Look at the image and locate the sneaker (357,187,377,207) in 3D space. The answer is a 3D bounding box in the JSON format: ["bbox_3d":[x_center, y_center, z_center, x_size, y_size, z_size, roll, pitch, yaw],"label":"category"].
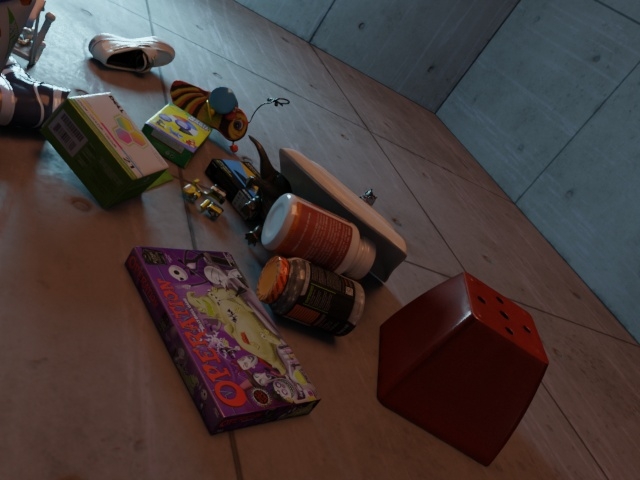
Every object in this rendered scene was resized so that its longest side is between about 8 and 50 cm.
[{"bbox_3d":[0.133,-0.133,1.845,0.098,0.069,0.038,8,36,-46],"label":"sneaker"}]

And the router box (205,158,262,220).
[{"bbox_3d":[-0.174,-0.121,1.456,0.179,0.046,0.133,48,27,23],"label":"router box"}]

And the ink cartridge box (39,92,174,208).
[{"bbox_3d":[-0.383,-0.191,1.200,0.189,0.097,0.255,52,25,-4],"label":"ink cartridge box"}]

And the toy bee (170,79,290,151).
[{"bbox_3d":[-0.254,-0.320,1.602,0.298,0.162,0.195,10,1,17],"label":"toy bee"}]

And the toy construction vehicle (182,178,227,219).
[{"bbox_3d":[-0.250,-0.090,1.327,0.098,0.035,0.086,33,36,-2],"label":"toy construction vehicle"}]

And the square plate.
[{"bbox_3d":[0.049,-0.053,1.397,0.344,0.049,0.347,40,-11,7],"label":"square plate"}]

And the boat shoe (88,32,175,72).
[{"bbox_3d":[-0.494,-0.501,1.659,0.088,0.096,0.267,49,29,18],"label":"boat shoe"}]

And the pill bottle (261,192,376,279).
[{"bbox_3d":[0.000,0.000,1.227,0.216,0.121,0.121,25,27,-23],"label":"pill bottle"}]

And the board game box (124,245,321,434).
[{"bbox_3d":[-0.163,0.146,1.002,0.208,0.056,0.347,0,43,-46],"label":"board game box"}]

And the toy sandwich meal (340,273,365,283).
[{"bbox_3d":[0.070,0.075,1.445,0.085,0.029,0.085,29,25,-15],"label":"toy sandwich meal"}]

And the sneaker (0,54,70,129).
[{"bbox_3d":[-0.592,-0.311,1.188,0.153,0.099,0.282,4,43,-48],"label":"sneaker"}]

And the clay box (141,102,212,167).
[{"bbox_3d":[-0.344,-0.264,1.479,0.127,0.053,0.222,31,26,-12],"label":"clay box"}]

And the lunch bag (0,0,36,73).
[{"bbox_3d":[-0.569,-0.249,0.841,0.239,0.328,0.385,32,27,-6],"label":"lunch bag"}]

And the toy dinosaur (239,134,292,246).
[{"bbox_3d":[-0.101,-0.077,1.346,0.314,0.121,0.160,61,27,1],"label":"toy dinosaur"}]

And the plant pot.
[{"bbox_3d":[0.292,0.226,1.221,0.267,0.236,0.267,32,24,-8],"label":"plant pot"}]

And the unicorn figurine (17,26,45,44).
[{"bbox_3d":[-0.726,-0.518,1.442,0.162,0.060,0.111,47,21,-16],"label":"unicorn figurine"}]

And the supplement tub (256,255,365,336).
[{"bbox_3d":[-0.019,0.104,1.174,0.190,0.117,0.117,25,27,-25],"label":"supplement tub"}]

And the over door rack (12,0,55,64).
[{"bbox_3d":[-0.665,-0.482,1.215,0.239,0.108,0.324,24,-10,-22],"label":"over door rack"}]
